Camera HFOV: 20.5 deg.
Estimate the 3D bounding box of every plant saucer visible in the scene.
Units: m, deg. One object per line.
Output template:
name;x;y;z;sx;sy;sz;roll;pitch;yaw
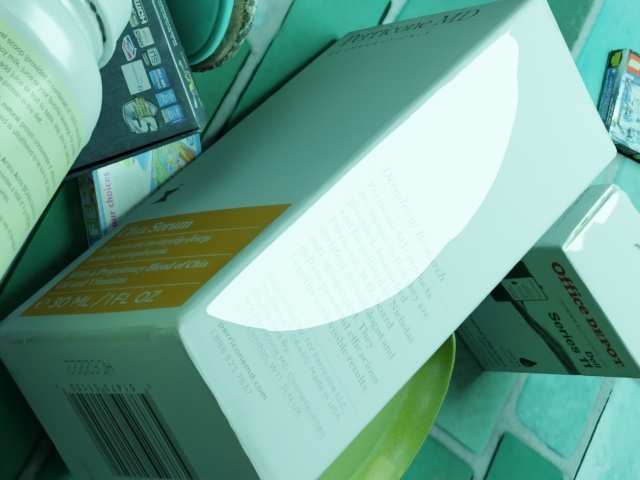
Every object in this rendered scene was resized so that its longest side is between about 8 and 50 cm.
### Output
plant saucer;0.023;0.154;1.436;0.241;0.037;0.241;-41;150;-30

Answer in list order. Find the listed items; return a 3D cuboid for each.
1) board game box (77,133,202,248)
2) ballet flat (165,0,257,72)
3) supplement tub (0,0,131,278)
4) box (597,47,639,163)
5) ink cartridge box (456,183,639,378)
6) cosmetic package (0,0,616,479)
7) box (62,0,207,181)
board game box;-0.134;-0.012;1.399;0.103;0.026;0.154;-11;95;-37
ballet flat;-0.153;-0.370;1.336;0.483;0.164;0.182;62;30;-14
supplement tub;-0.278;-0.062;1.064;0.235;0.235;0.325;41;65;-28
box;0.330;-0.121;1.745;0.137;0.027;0.094;23;76;-34
ink cartridge box;0.196;0.036;1.527;0.087;0.208;0.153;-48;114;-28
cosmetic package;0.000;0.000;1.340;0.453;0.230;0.161;-43;115;-37
box;-0.206;-0.159;1.272;0.183;0.059;0.232;-17;101;7
